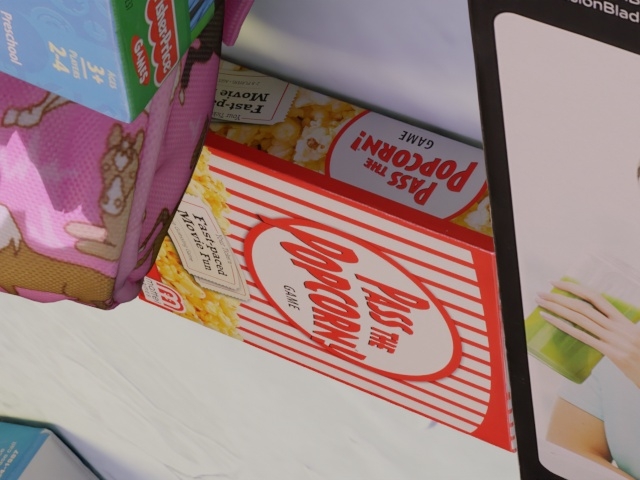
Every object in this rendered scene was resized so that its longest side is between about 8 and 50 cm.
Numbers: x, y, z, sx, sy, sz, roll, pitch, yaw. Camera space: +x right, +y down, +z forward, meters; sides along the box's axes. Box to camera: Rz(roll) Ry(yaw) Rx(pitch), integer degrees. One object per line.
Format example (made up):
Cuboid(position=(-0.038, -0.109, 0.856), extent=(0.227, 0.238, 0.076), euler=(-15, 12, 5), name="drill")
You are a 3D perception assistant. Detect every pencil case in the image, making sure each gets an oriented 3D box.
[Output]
Cuboid(position=(-0.219, -0.085, 0.600), extent=(0.386, 0.167, 0.160), euler=(13, 177, -2), name="pencil case")

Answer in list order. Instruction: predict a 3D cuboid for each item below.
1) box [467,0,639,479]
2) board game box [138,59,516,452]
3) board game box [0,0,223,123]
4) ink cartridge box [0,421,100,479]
Cuboid(position=(0.119, -0.031, 0.438), extent=(0.087, 0.169, 0.290), euler=(23, 152, 24), name="box")
Cuboid(position=(0.000, 0.000, 0.736), extent=(0.193, 0.045, 0.147), euler=(20, 149, 23), name="board game box")
Cuboid(position=(-0.002, -0.149, 0.328), extent=(0.039, 0.211, 0.160), euler=(23, 151, 16), name="board game box")
Cuboid(position=(-0.268, 0.250, 1.247), extent=(0.270, 0.198, 0.197), euler=(3, 140, 45), name="ink cartridge box")
